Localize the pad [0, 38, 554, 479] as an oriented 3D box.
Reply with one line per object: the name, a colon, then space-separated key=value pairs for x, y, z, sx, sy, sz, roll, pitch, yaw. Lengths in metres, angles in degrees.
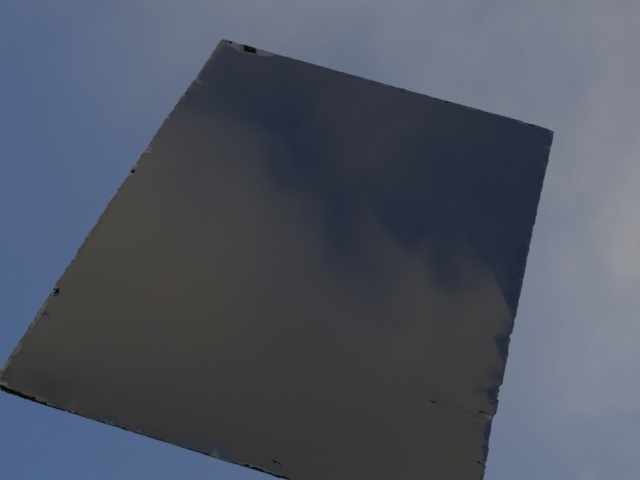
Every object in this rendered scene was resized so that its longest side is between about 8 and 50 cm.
pad: x=0.000 y=0.000 z=0.525 sx=0.163 sy=0.243 sz=0.004 roll=16 pitch=-51 yaw=6
